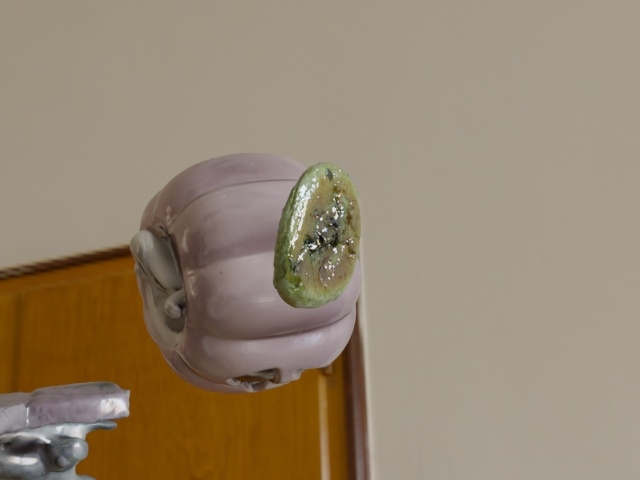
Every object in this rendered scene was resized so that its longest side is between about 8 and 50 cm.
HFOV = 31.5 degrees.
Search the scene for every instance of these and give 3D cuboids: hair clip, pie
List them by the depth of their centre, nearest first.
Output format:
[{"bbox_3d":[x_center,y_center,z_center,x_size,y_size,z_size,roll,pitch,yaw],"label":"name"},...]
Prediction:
[{"bbox_3d":[-0.167,0.083,0.461,0.146,0.056,0.187,-11,-18,43],"label":"hair clip"},{"bbox_3d":[0.000,-0.001,0.604,0.021,0.084,0.084,9,-16,28],"label":"pie"}]

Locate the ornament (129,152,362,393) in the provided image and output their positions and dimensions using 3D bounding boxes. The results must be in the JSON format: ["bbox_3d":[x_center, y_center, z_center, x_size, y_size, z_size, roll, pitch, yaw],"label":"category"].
[{"bbox_3d":[-0.061,0.026,0.831,0.177,0.178,0.177,-2,-23,-1],"label":"ornament"}]
